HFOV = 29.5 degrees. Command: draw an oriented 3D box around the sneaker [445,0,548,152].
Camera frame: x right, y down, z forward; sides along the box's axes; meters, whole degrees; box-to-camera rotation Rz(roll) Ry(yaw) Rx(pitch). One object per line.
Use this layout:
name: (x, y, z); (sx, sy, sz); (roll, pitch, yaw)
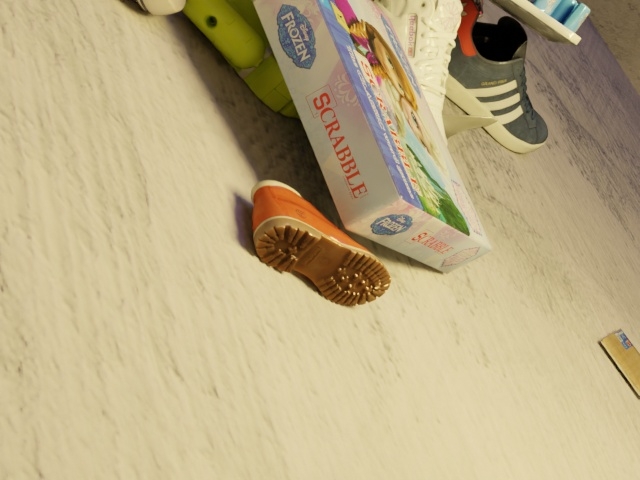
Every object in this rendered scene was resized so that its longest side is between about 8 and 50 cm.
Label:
sneaker: (0.290, -0.262, 1.923); (0.350, 0.148, 0.131); (29, 31, -44)

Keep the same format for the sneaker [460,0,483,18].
sneaker: (0.230, -0.415, 2.082); (0.112, 0.121, 0.299); (53, 23, -7)

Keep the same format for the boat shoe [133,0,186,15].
boat shoe: (-0.238, -0.371, 1.151); (0.127, 0.158, 0.340); (-54, 133, -72)

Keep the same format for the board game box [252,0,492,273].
board game box: (0.052, -0.138, 1.265); (0.318, 0.066, 0.319); (21, 45, -66)

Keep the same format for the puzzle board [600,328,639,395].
puzzle board: (0.439, 0.174, 1.721); (0.096, 0.011, 0.128); (55, 22, 12)

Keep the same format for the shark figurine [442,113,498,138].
shark figurine: (0.120, -0.261, 1.651); (0.166, 0.116, 0.278); (15, 40, -53)

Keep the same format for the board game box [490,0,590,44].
board game box: (0.193, -0.408, 1.711); (0.390, 0.050, 0.390); (34, 11, -2)

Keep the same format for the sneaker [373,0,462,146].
sneaker: (0.113, -0.239, 1.514); (0.114, 0.152, 0.305); (13, 56, -49)

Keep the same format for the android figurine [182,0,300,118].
android figurine: (-0.070, -0.237, 1.328); (0.273, 0.056, 0.248); (49, 22, -2)

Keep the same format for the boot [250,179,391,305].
boot: (0.000, 0.000, 1.096); (0.158, 0.059, 0.084); (32, 24, -36)
